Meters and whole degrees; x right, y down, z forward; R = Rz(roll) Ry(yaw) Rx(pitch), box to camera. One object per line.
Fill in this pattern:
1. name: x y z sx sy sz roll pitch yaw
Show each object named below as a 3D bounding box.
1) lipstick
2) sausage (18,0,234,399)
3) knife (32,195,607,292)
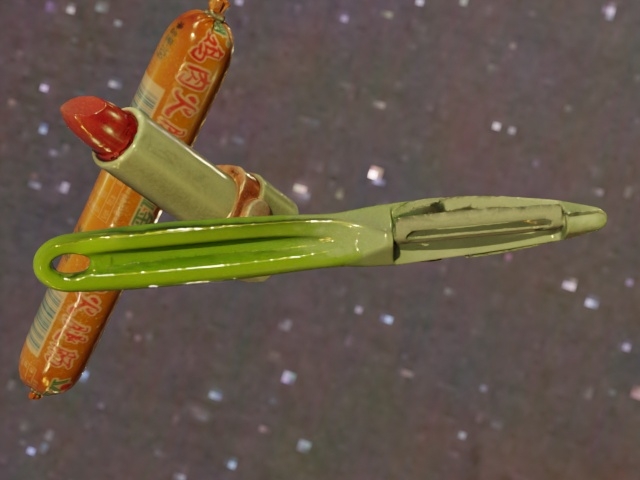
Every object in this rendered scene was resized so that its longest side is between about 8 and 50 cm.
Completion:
1. lipstick: -0.092 -0.040 1.072 0.186 0.057 0.063 35 -113 -43
2. sausage: -0.142 -0.022 1.233 0.053 0.053 0.348 -24 -36 -62
3. knife: 0.000 0.000 0.551 0.026 0.184 0.022 134 131 -84
